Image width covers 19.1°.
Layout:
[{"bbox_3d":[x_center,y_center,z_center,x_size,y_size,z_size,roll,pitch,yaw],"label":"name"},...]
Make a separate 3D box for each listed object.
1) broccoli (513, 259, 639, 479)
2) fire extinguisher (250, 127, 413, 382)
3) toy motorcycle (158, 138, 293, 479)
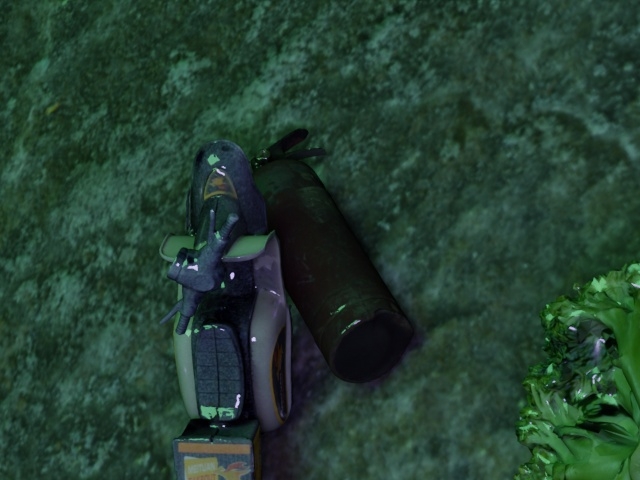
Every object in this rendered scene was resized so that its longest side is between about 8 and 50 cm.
[{"bbox_3d":[0.235,0.126,1.133,0.262,0.241,0.269,1,93,21],"label":"broccoli"},{"bbox_3d":[0.000,0.000,1.529,0.089,0.072,0.267,-22,43,-9],"label":"fire extinguisher"},{"bbox_3d":[-0.073,0.057,1.442,0.091,0.263,0.157,0,19,7],"label":"toy motorcycle"}]
